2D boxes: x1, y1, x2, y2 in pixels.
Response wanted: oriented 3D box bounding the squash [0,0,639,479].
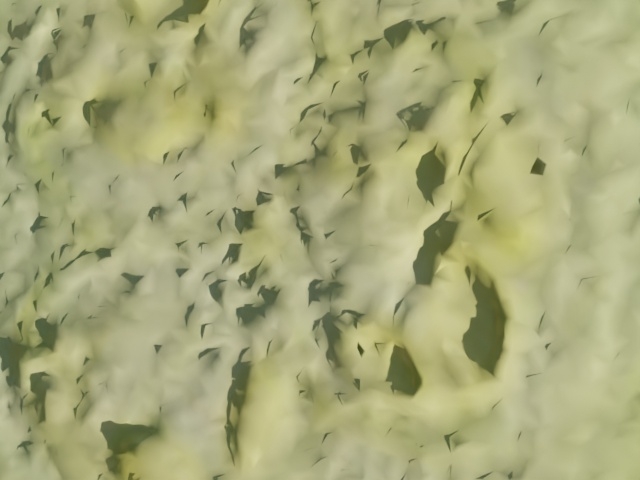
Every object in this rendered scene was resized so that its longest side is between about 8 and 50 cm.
[{"bbox_3d":[0.000,0.000,0.423,0.049,0.252,0.252,2,62,-58],"label":"squash"}]
